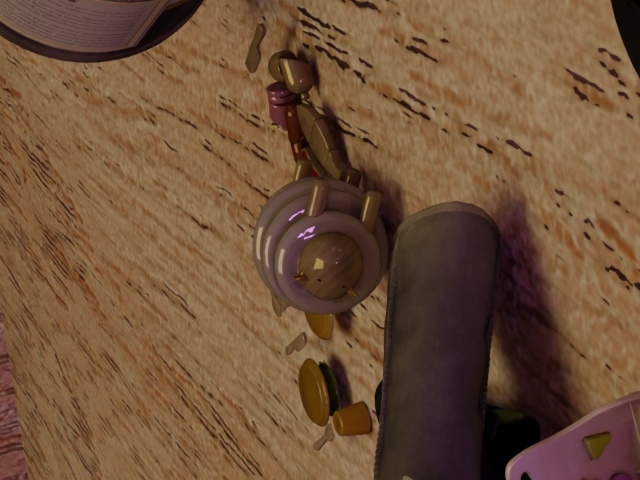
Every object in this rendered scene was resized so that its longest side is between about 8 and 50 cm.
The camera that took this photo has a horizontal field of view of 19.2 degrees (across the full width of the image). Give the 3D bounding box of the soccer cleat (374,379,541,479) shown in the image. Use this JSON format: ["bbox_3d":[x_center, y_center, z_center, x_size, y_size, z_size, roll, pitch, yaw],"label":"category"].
[{"bbox_3d":[0.084,0.111,1.016,0.179,0.060,0.072,50,132,52],"label":"soccer cleat"}]

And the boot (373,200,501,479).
[{"bbox_3d":[0.062,0.083,0.920,0.189,0.076,0.208,143,144,-71],"label":"boot"}]

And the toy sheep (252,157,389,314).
[{"bbox_3d":[0.000,0.000,1.145,0.132,0.091,0.091,-115,17,-75],"label":"toy sheep"}]

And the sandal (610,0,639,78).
[{"bbox_3d":[0.114,-0.161,0.686,0.097,0.055,0.254,-124,18,-50],"label":"sandal"}]

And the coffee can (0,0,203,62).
[{"bbox_3d":[-0.128,-0.239,1.173,0.275,0.202,0.201,154,103,-72],"label":"coffee can"}]

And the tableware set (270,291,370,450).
[{"bbox_3d":[0.001,0.062,1.285,0.104,0.024,0.154,131,126,-65],"label":"tableware set"}]

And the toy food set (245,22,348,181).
[{"bbox_3d":[-0.011,-0.081,1.230,0.122,0.019,0.078,64,159,16],"label":"toy food set"}]

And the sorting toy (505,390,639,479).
[{"bbox_3d":[0.123,0.115,0.852,0.045,0.075,0.083,153,105,-72],"label":"sorting toy"}]
